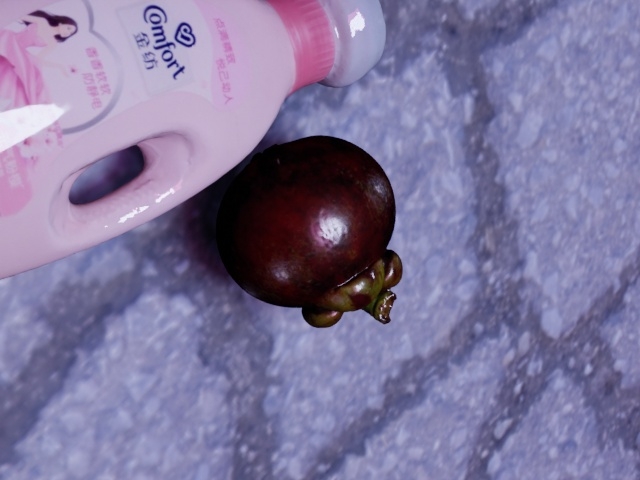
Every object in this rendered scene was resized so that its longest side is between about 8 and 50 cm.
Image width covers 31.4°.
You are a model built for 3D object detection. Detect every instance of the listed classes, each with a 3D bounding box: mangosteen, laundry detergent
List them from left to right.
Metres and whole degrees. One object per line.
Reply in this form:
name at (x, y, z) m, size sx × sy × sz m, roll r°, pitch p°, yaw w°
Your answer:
laundry detergent at (-0.108, -0.088, 0.673) m, size 0.335 × 0.088 × 0.159 m, roll -23°, pitch 116°, yaw -30°
mangosteen at (0.000, 0.000, 0.739) m, size 0.140 × 0.140 × 0.140 m, roll -9°, pitch 106°, yaw -34°
